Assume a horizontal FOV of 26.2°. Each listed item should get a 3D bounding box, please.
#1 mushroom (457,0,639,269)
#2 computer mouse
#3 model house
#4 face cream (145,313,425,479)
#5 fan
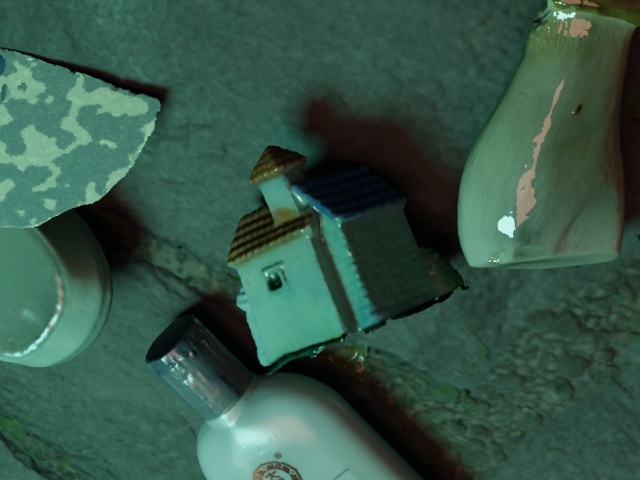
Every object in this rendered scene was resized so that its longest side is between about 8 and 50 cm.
[{"bbox_3d":[0.150,-0.070,0.904,0.116,0.093,0.225,-4,114,-12],"label":"mushroom"},{"bbox_3d":[-0.255,0.000,1.034,0.231,0.079,0.128,43,108,4],"label":"computer mouse"},{"bbox_3d":[0.000,0.000,0.975,0.148,0.119,0.149,-21,92,47],"label":"model house"},{"bbox_3d":[-0.020,0.173,1.095,0.144,0.071,0.291,-32,110,27],"label":"face cream"},{"bbox_3d":[-0.232,-0.072,0.983,0.240,0.009,0.131,0,85,5],"label":"fan"}]
